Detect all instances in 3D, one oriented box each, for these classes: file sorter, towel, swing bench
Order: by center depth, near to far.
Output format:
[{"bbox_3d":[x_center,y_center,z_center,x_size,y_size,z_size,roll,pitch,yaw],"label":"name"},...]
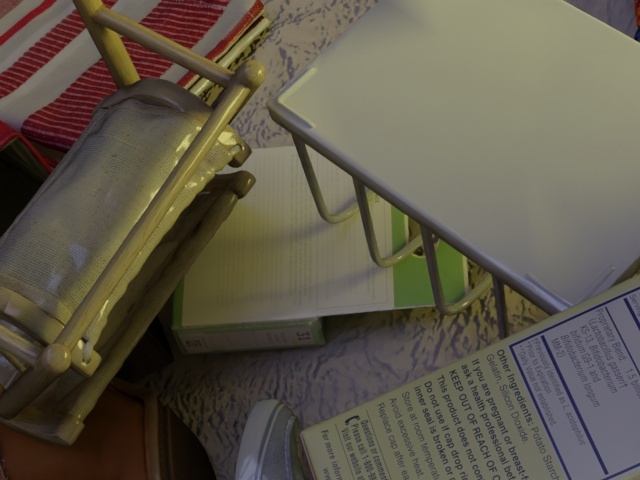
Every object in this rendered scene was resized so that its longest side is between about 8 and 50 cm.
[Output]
[{"bbox_3d":[0.138,-0.042,0.985,0.193,0.173,0.277,-43,59,-17],"label":"file sorter"},{"bbox_3d":[-0.172,-0.005,0.993,0.165,0.255,0.253,29,67,9],"label":"swing bench"},{"bbox_3d":[-0.240,-0.190,1.325,0.329,0.037,0.237,21,56,32],"label":"towel"}]

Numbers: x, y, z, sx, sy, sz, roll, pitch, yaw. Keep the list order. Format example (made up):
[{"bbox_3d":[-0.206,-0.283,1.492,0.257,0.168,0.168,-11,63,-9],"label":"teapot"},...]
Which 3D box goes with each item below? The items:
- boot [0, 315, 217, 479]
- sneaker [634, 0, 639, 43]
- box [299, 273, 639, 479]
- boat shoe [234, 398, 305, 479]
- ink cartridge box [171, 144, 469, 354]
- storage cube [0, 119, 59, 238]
[{"bbox_3d":[-0.207,0.173,1.065,0.220,0.109,0.283,-28,50,3],"label":"boot"},{"bbox_3d":[0.276,-0.171,1.094,0.087,0.083,0.221,-29,50,11],"label":"sneaker"},{"bbox_3d":[0.144,0.156,0.857,0.243,0.213,0.117,-25,53,8],"label":"box"},{"bbox_3d":[-0.017,0.221,0.981,0.081,0.079,0.228,-4,63,11],"label":"boat shoe"},{"bbox_3d":[0.000,0.000,1.122,0.235,0.056,0.171,-4,58,6],"label":"ink cartridge box"},{"bbox_3d":[-0.332,-0.014,1.194,0.193,0.184,0.215,34,77,36],"label":"storage cube"}]
